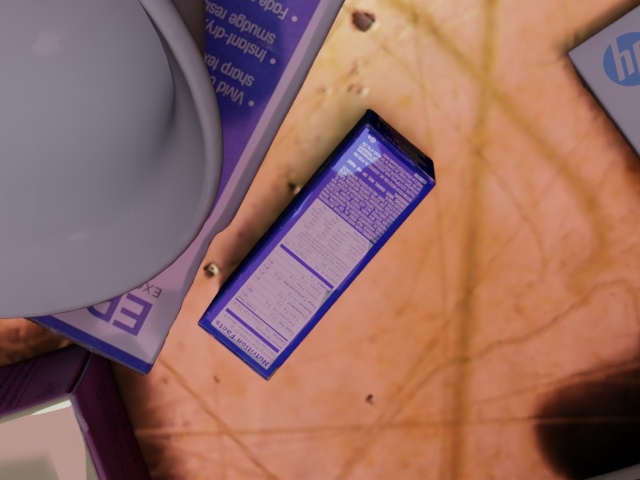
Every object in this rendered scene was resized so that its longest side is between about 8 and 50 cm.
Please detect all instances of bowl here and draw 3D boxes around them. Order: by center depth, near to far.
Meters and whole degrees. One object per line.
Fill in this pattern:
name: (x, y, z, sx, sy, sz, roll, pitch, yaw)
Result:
bowl: (-0.161, -0.106, 0.673, 0.297, 0.298, 0.134, 17, 58, -3)

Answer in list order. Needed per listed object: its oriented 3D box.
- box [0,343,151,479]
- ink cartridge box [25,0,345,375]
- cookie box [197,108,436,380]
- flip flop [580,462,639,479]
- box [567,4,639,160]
box: (-0.177, 0.186, 0.842, 0.243, 0.117, 0.214, -19, 99, 2)
ink cartridge box: (-0.135, -0.148, 0.815, 0.303, 0.072, 0.307, 27, 101, -5)
cookie box: (0.000, 0.000, 0.826, 0.040, 0.092, 0.107, 40, 97, -3)
flip flop: (0.216, 0.037, 0.835, 0.277, 0.112, 0.080, -37, 72, 8)
box: (0.210, -0.043, 0.797, 0.145, 0.038, 0.186, -33, 60, 5)
